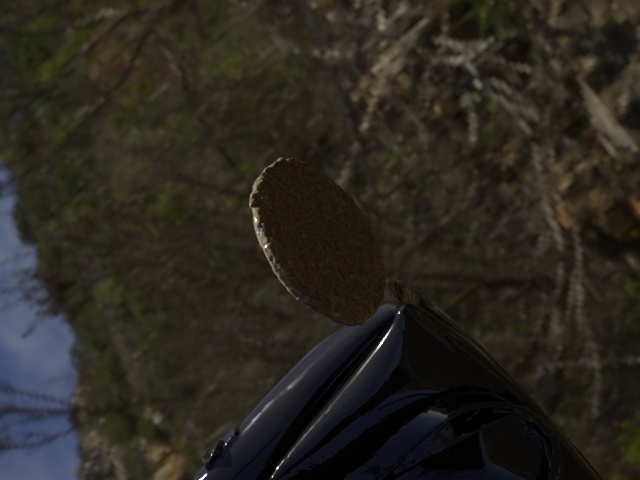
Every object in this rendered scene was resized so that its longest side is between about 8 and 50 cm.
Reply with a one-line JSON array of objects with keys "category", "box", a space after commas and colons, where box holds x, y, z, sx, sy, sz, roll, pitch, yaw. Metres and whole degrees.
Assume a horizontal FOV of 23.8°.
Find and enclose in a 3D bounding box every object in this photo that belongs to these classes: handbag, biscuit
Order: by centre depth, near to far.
[{"category": "biscuit", "box": [0.000, 0.000, 0.964, 0.120, 0.015, 0.120, 33, -140, -32]}, {"category": "handbag", "box": [0.072, 0.206, 1.212, 0.285, 0.257, 0.113, 45, -172, -10]}]
